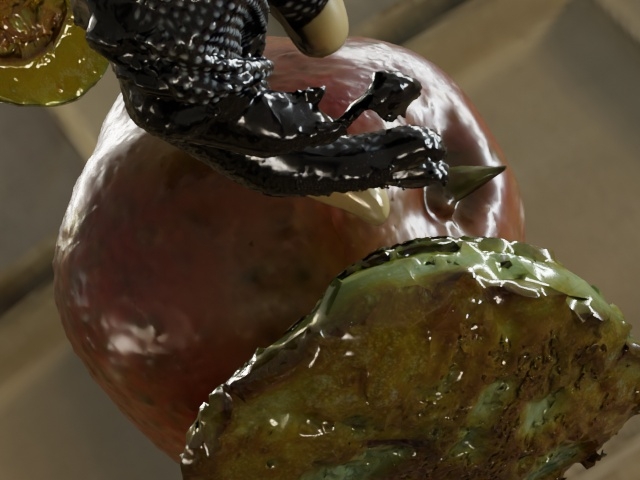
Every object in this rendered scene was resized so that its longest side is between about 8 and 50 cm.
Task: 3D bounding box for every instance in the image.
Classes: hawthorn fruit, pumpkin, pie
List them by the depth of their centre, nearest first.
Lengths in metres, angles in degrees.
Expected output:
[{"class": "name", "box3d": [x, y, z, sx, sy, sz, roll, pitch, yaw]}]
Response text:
[{"class": "pie", "box3d": [0.060, 0.123, 1.279, 0.103, 0.354, 0.288, 60, -43, 40]}, {"class": "pumpkin", "box3d": [-0.219, -0.204, 1.333, 0.217, 0.217, 0.110, -9, -156, 29]}, {"class": "hawthorn fruit", "box3d": [0.000, 0.000, 1.543, 0.403, 0.403, 0.403, -20, -141, 17]}]

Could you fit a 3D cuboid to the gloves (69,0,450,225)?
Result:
[{"class": "gloves", "box3d": [-0.024, -0.062, 0.748, 0.106, 0.181, 0.129, -30, -143, -4]}]
